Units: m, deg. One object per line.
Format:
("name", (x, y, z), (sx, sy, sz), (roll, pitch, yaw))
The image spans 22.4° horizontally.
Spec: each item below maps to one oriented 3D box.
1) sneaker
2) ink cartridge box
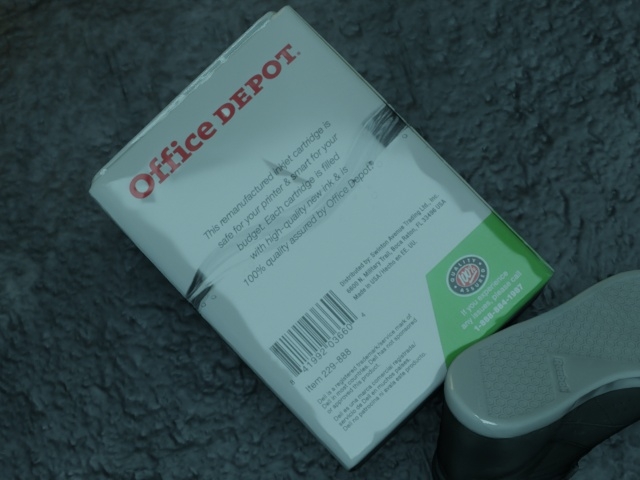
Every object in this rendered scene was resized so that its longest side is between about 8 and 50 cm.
("sneaker", (0.200, 0.118, 1.223), (0.295, 0.147, 0.104), (-16, 54, -29))
("ink cartridge box", (0.000, 0.000, 1.231), (0.211, 0.121, 0.289), (-43, 82, -4))
